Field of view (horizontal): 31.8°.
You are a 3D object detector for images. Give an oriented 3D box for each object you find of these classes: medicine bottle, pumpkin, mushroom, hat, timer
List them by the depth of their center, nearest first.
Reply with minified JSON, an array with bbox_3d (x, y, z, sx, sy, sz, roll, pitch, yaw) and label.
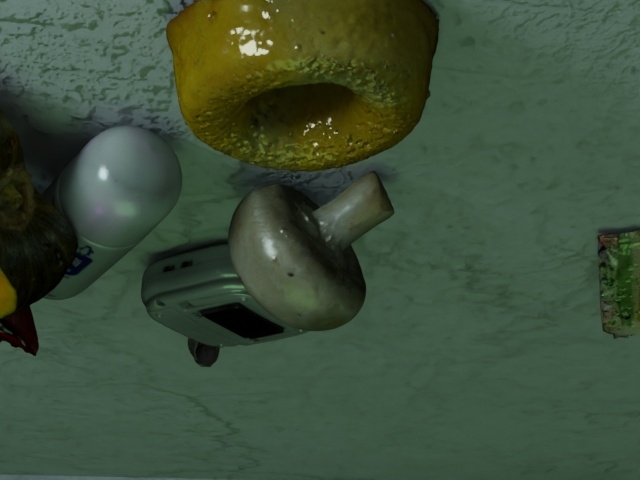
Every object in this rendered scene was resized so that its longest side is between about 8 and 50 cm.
[{"bbox_3d":[-0.424,-0.044,1.270,0.222,0.139,0.317,5,141,28],"label":"pumpkin"},{"bbox_3d":[-0.281,-0.034,1.398,0.130,0.130,0.341,15,153,-28],"label":"medicine bottle"},{"bbox_3d":[0.000,0.000,1.411,0.215,0.207,0.207,-38,145,10],"label":"mushroom"},{"bbox_3d":[-0.133,0.092,1.725,0.237,0.087,0.262,-12,153,28],"label":"timer"},{"bbox_3d":[-0.206,0.186,2.018,0.058,0.042,0.087,-7,122,2],"label":"hat"}]

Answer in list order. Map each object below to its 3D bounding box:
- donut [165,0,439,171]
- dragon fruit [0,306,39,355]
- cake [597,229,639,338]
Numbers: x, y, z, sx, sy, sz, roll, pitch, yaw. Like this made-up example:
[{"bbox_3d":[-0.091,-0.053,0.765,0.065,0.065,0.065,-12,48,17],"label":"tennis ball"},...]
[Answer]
[{"bbox_3d":[-0.019,-0.160,1.114,0.278,0.108,0.277,2,156,1],"label":"donut"},{"bbox_3d":[-0.511,0.021,1.512,0.344,0.100,0.282,15,151,46],"label":"dragon fruit"},{"bbox_3d":[0.458,0.040,1.624,0.109,0.090,0.225,-2,138,14],"label":"cake"}]
